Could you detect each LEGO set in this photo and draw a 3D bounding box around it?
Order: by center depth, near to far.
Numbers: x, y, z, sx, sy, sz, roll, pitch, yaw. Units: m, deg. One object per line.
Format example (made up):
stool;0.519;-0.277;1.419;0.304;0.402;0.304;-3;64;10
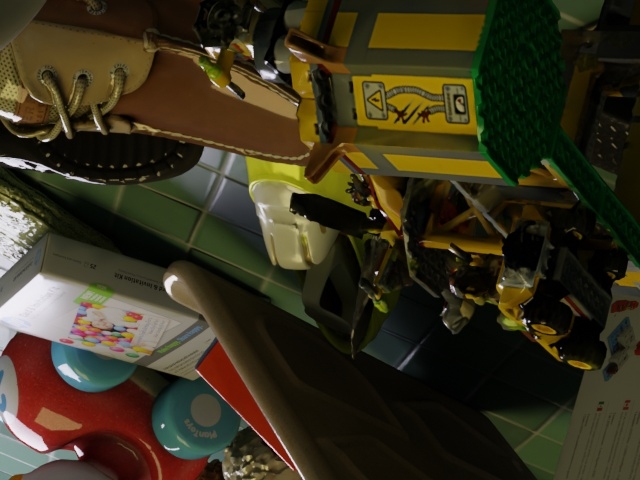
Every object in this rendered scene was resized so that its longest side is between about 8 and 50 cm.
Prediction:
LEGO set;0.041;-0.126;0.623;0.192;0.331;0.255;6;168;32

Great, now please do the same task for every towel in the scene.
towel;-0.231;-0.010;1.289;0.148;0.027;0.110;34;151;-25

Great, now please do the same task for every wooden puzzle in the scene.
wooden puzzle;0.060;0.169;1.113;0.322;0.080;0.348;30;-171;-36

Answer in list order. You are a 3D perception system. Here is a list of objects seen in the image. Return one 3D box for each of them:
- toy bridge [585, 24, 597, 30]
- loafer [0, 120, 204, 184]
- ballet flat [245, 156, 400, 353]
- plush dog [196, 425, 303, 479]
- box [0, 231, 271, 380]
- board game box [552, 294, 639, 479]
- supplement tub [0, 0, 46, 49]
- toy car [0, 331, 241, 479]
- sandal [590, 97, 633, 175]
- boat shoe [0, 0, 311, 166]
toy bridge;0.186;-0.091;0.849;0.188;0.026;0.063;3;146;30
loafer;-0.169;-0.082;1.087;0.220;0.080;0.078;9;-178;21
ballet flat;0.000;0.000;1.088;0.077;0.077;0.231;9;149;25
plush dog;-0.027;0.300;1.553;0.262;0.211;0.225;32;177;-15
box;-0.153;0.055;1.297;0.186;0.038;0.145;20;155;-22
board game box;0.222;0.130;0.914;0.193;0.305;0.053;-8;141;44
supplement tub;-0.277;-0.225;0.717;0.331;0.241;0.241;16;152;11
toy car;-0.223;0.210;1.436;0.210;0.238;0.219;37;149;-15
sandal;0.208;-0.047;0.908;0.179;0.040;0.067;28;150;21
boat shoe;-0.151;-0.109;0.947;0.324;0.120;0.122;21;144;2
